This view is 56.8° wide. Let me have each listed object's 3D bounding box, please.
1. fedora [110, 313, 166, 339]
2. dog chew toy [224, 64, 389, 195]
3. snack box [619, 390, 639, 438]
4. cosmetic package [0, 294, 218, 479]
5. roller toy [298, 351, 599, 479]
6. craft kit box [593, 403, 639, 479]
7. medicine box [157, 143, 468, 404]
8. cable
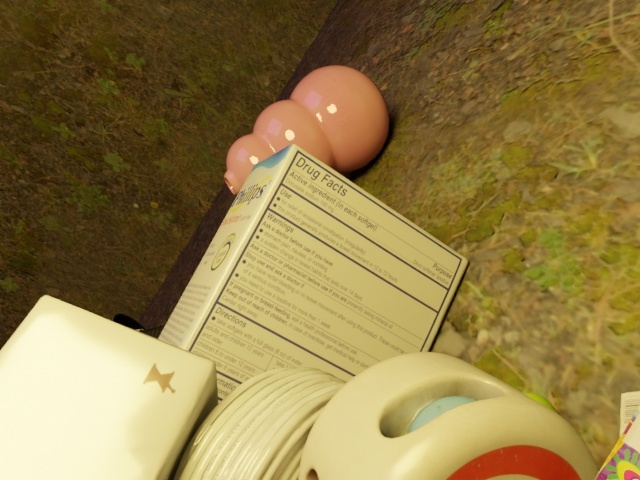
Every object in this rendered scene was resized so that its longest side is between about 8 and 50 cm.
[{"bbox_3d":[-0.267,0.254,1.131,0.152,0.334,0.334,-24,22,-3],"label":"fedora"},{"bbox_3d":[-0.033,-0.189,1.121,0.332,0.206,0.206,-34,14,-16],"label":"dog chew toy"},{"bbox_3d":[0.221,0.180,0.371,0.064,0.022,0.178,-27,36,51],"label":"snack box"},{"bbox_3d":[-0.220,0.276,0.595,0.453,0.161,0.230,104,-170,-55],"label":"cosmetic package"},{"bbox_3d":[0.089,0.190,0.417,0.209,0.191,0.146,-59,21,-4],"label":"roller toy"},{"bbox_3d":[0.196,0.237,0.257,0.246,0.061,0.250,-61,28,1],"label":"craft kit box"},{"bbox_3d":[-0.013,0.082,0.707,0.289,0.263,0.149,-63,20,-13],"label":"medicine box"},{"bbox_3d":[-0.024,0.244,0.522,0.089,0.257,0.257,9,73,37],"label":"cable"}]
